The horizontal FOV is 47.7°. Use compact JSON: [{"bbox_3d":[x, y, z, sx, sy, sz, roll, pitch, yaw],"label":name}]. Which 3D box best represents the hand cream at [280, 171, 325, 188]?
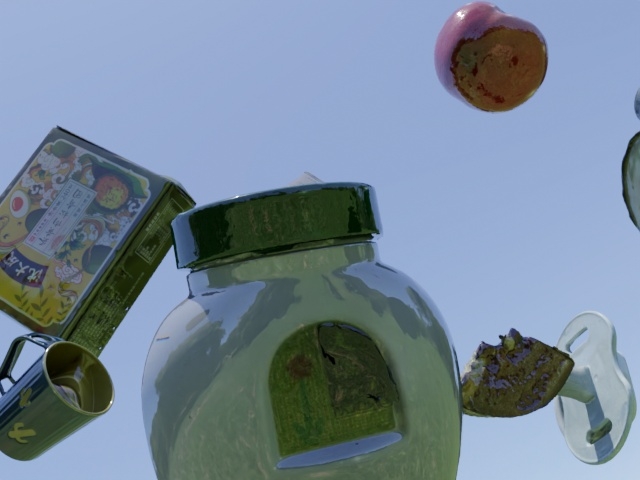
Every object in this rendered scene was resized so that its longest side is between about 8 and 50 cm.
[{"bbox_3d":[-0.047,-0.081,1.363,0.186,0.087,0.054,-34,-32,-46],"label":"hand cream"}]

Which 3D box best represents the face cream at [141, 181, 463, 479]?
[{"bbox_3d":[-0.017,0.137,0.711,0.312,0.357,0.219,-9,-5,-15],"label":"face cream"}]

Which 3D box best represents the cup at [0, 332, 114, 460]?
[{"bbox_3d":[-0.430,0.235,1.113,0.155,0.177,0.131,-40,-10,15],"label":"cup"}]

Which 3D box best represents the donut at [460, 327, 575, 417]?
[{"bbox_3d":[0.292,0.231,1.164,0.187,0.144,0.126,-49,-6,-20],"label":"donut"}]

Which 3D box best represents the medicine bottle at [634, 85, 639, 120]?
[{"bbox_3d":[0.578,-0.199,1.096,0.083,0.203,0.084,-9,-67,-21],"label":"medicine bottle"}]

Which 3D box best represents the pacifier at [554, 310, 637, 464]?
[{"bbox_3d":[0.449,0.263,1.333,0.225,0.287,0.238,15,-38,-13],"label":"pacifier"}]

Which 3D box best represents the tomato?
[{"bbox_3d":[0.319,-0.357,1.426,0.139,0.233,0.201,-22,-42,-56],"label":"tomato"}]

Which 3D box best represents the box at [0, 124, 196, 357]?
[{"bbox_3d":[-0.533,-0.004,1.560,0.420,0.372,0.138,-58,-25,-15],"label":"box"}]

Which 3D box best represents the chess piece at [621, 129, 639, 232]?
[{"bbox_3d":[0.423,-0.072,0.674,0.243,0.133,0.133,-16,-30,-10],"label":"chess piece"}]
